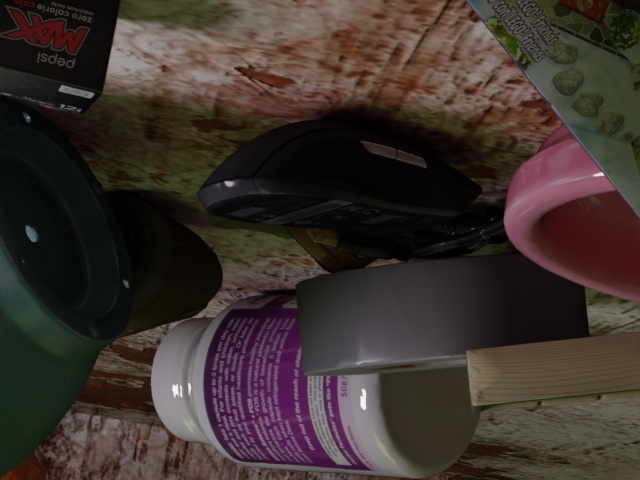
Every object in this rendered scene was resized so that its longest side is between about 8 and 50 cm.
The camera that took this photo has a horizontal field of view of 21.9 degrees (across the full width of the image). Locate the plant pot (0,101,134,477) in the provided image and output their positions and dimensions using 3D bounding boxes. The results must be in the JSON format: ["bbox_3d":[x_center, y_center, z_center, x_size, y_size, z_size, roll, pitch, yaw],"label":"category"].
[{"bbox_3d":[-0.249,0.025,1.099,0.196,0.293,0.293,-24,155,18],"label":"plant pot"}]

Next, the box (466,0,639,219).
[{"bbox_3d":[0.132,-0.110,0.438,0.201,0.057,0.293,-34,154,11],"label":"box"}]

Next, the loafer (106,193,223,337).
[{"bbox_3d":[-0.225,0.049,1.408,0.366,0.133,0.130,-4,161,44],"label":"loafer"}]

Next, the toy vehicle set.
[{"bbox_3d":[0.185,0.091,1.139,0.166,0.035,0.267,-6,173,4],"label":"toy vehicle set"}]

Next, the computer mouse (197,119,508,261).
[{"bbox_3d":[0.024,-0.033,1.078,0.262,0.060,0.184,5,169,-29],"label":"computer mouse"}]

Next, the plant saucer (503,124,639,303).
[{"bbox_3d":[0.268,-0.023,0.887,0.332,0.084,0.332,8,168,2],"label":"plant saucer"}]

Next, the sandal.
[{"bbox_3d":[0.000,0.000,1.235,0.180,0.049,0.072,7,167,11],"label":"sandal"}]

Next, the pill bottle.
[{"bbox_3d":[-0.012,0.132,1.545,0.302,0.169,0.169,-3,162,41],"label":"pill bottle"}]

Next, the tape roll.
[{"bbox_3d":[0.093,0.059,1.257,0.219,0.072,0.219,-6,173,-1],"label":"tape roll"}]

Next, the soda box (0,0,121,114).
[{"bbox_3d":[-0.193,-0.116,0.854,0.169,0.060,0.053,13,168,-18],"label":"soda box"}]
